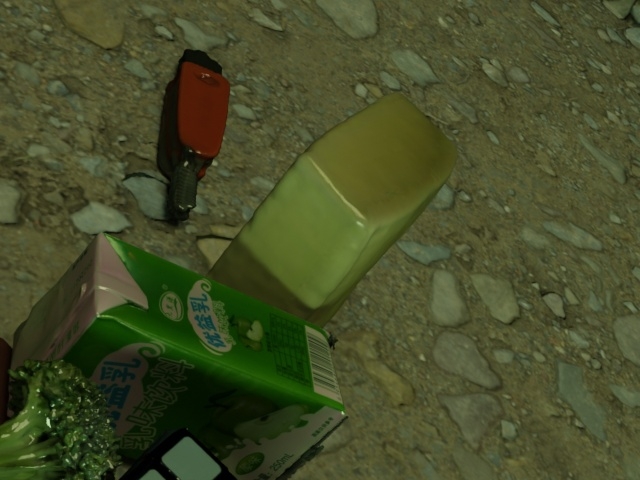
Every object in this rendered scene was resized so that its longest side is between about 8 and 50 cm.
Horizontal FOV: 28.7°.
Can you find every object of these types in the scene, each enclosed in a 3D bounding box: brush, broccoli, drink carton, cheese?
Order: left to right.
[{"bbox_3d":[-0.242,0.151,0.911,0.204,0.118,0.122,-4,65,-41],"label":"broccoli"},{"bbox_3d":[-0.125,0.120,1.119,0.271,0.161,0.108,26,34,-28],"label":"drink carton"},{"bbox_3d":[-0.149,-0.135,1.489,0.070,0.051,0.323,27,36,-22],"label":"brush"},{"bbox_3d":[0.000,0.000,1.283,0.124,0.265,0.242,41,34,2],"label":"cheese"}]

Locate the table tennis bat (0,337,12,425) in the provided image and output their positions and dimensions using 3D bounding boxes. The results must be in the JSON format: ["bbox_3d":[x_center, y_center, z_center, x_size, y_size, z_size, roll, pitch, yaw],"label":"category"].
[{"bbox_3d":[-0.326,0.096,1.086,0.131,0.022,0.234,-3,54,-45],"label":"table tennis bat"}]

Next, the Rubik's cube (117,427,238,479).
[{"bbox_3d":[-0.127,0.270,0.946,0.163,0.160,0.162,43,35,6],"label":"Rubik's cube"}]
